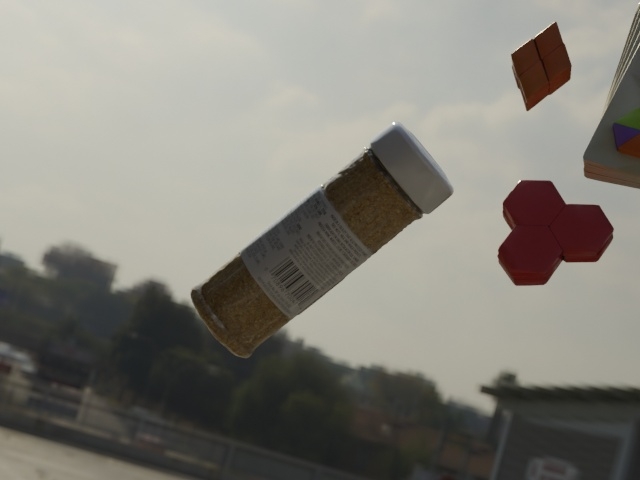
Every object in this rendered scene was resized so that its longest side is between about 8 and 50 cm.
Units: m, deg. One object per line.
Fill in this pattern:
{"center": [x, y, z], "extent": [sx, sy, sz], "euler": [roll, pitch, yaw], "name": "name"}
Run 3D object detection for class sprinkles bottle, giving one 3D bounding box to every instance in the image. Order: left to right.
{"center": [0.000, 0.000, 1.943], "extent": [0.121, 0.355, 0.121], "euler": [50, 8, -9], "name": "sprinkles bottle"}

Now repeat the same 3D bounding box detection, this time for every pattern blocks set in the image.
{"center": [0.273, -0.099, 1.070], "extent": [0.285, 0.324, 0.026], "euler": [5, -32, 14], "name": "pattern blocks set"}
